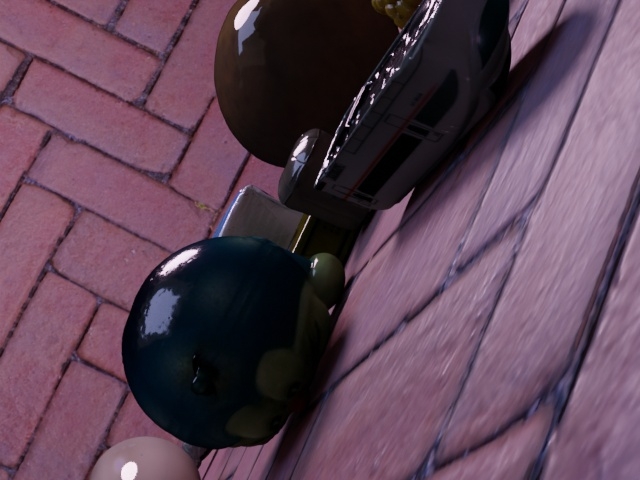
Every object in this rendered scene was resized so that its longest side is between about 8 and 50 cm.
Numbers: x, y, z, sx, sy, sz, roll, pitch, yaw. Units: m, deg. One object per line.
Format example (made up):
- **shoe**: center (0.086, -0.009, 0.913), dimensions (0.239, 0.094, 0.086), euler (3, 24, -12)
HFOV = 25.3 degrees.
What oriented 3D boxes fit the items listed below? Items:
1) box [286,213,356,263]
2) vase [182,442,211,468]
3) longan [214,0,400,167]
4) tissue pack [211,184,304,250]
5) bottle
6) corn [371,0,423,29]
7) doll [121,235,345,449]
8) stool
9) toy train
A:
- **box**: center (0.000, 0.000, 1.676), dimensions (0.220, 0.064, 0.141), euler (-68, 6, -30)
- **vase**: center (-0.161, 0.261, 2.123), dimensions (0.060, 0.060, 0.211), euler (-138, 74, -86)
- **longan**: center (-0.016, -0.240, 2.021), dimensions (0.297, 0.297, 0.297), euler (-63, 4, 8)
- **tissue pack**: center (-0.101, 0.073, 1.910), dimensions (0.263, 0.146, 0.198), euler (128, 166, -67)
- **bottle**: center (-0.216, 0.346, 1.748), dimensions (0.147, 0.147, 0.236), euler (-63, 11, 9)
- **corn**: center (0.166, -0.354, 1.371), dimensions (0.344, 0.131, 0.131), euler (-61, 4, 14)
- **doll**: center (-0.085, 0.088, 1.367), dimensions (0.198, 0.186, 0.322), euler (-63, 1, 10)
- **stool**: center (0.013, -0.065, 1.577), dimensions (0.096, 0.110, 0.096), euler (-63, 6, 11)
- **toy train**: center (0.084, -0.114, 1.126), dimensions (0.407, 0.088, 0.086), euler (129, 165, -73)
